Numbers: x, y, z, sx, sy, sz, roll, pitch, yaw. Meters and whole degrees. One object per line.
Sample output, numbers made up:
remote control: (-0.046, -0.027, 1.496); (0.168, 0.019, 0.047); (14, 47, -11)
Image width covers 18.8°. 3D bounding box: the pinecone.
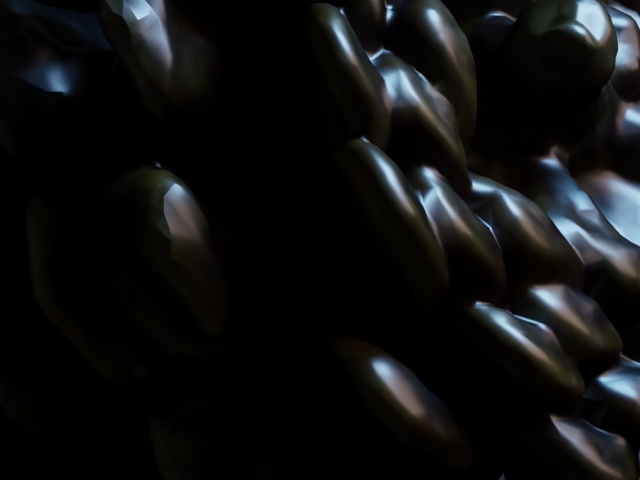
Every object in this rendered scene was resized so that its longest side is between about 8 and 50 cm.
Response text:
pinecone: (0.000, 0.000, 0.800); (0.397, 0.398, 0.398); (49, -4, 5)
